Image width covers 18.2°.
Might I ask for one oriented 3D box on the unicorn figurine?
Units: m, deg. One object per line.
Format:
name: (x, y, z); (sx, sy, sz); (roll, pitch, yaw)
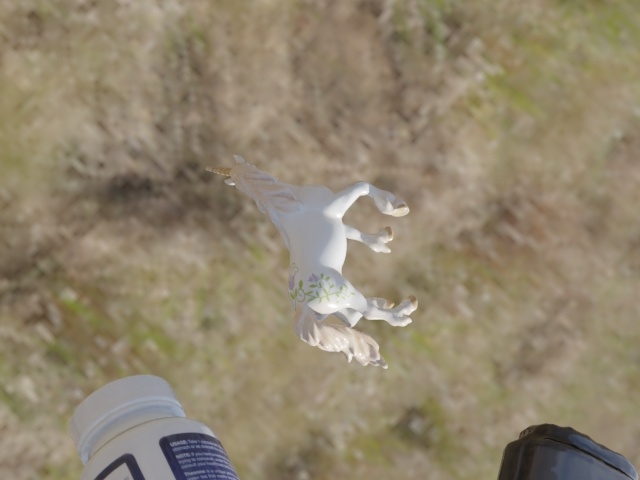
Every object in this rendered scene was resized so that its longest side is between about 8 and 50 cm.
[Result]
unicorn figurine: (0.000, 0.000, 1.262); (0.111, 0.162, 0.060); (8, 136, -24)

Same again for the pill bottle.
pill bottle: (-0.063, 0.118, 0.842); (0.067, 0.120, 0.067); (-20, 145, -15)

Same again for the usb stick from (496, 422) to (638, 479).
usb stick: (0.087, 0.212, 0.858); (0.045, 0.077, 0.278); (-39, -150, 55)
